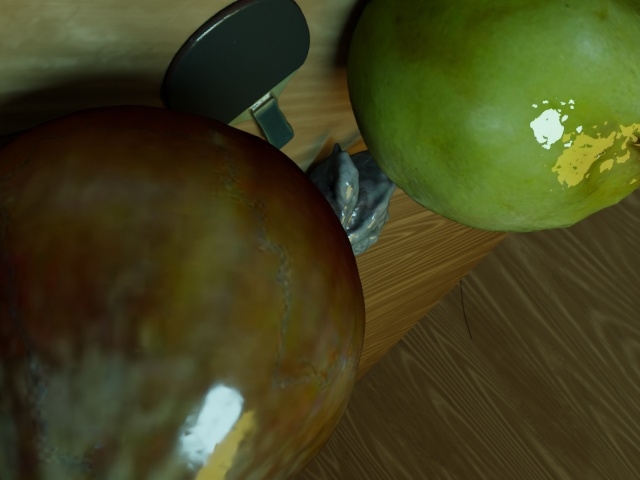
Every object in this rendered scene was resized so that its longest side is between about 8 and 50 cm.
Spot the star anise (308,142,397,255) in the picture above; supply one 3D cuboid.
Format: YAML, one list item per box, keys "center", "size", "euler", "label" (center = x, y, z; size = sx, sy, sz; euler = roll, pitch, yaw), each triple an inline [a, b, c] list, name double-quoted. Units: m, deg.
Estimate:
- center: [0.000, 0.000, 1.201]
  size: [0.316, 0.139, 0.359]
  euler: [-35, 159, 6]
  label: "star anise"

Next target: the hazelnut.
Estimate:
- center: [-0.166, 0.088, 0.697]
  size: [0.409, 0.359, 0.359]
  euler: [-40, 166, 26]
  label: "hazelnut"

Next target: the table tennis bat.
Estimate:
- center: [-0.067, -0.148, 0.866]
  size: [0.154, 0.021, 0.274]
  euler: [-39, 163, -2]
  label: "table tennis bat"

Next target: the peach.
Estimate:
- center: [0.184, -0.162, 0.888]
  size: [0.314, 0.315, 0.281]
  euler: [-39, 151, 27]
  label: "peach"
